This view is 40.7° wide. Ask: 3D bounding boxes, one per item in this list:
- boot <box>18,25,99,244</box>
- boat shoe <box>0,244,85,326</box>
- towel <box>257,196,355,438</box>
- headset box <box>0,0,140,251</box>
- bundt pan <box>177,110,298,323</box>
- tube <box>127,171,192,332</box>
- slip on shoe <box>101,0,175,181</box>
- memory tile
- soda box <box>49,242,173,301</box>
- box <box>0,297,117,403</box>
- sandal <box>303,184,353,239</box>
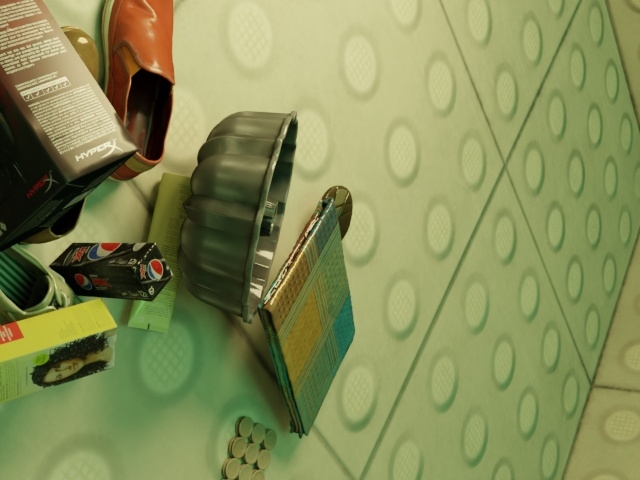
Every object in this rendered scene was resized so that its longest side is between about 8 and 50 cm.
[{"bbox_3d":[-0.329,-0.140,1.131,0.112,0.115,0.305,25,70,-49],"label":"boot"},{"bbox_3d":[-0.371,0.079,1.095,0.302,0.094,0.109,48,54,-43],"label":"boat shoe"},{"bbox_3d":[-0.015,0.141,1.526,0.370,0.040,0.271,79,31,-45],"label":"towel"},{"bbox_3d":[-0.363,-0.158,0.937,0.110,0.218,0.293,-36,96,-48],"label":"headset box"},{"bbox_3d":[-0.128,-0.046,1.307,0.331,0.124,0.331,13,90,-89],"label":"bundt pan"},{"bbox_3d":[-0.237,0.018,1.312,0.070,0.062,0.240,13,84,-17],"label":"tube"},{"bbox_3d":[-0.252,-0.247,1.243,0.123,0.101,0.331,19,75,-50],"label":"slip on shoe"},{"bbox_3d":[-0.128,0.389,1.502,0.113,0.012,0.148,40,61,-47],"label":"memory tile"},{"bbox_3d":[-0.281,0.040,1.154,0.053,0.169,0.060,-54,131,-40],"label":"soda box"},{"bbox_3d":[-0.366,0.144,1.043,0.232,0.058,0.087,-16,140,-29],"label":"box"},{"bbox_3d":[0.000,0.000,1.632,0.090,0.060,0.219,3,103,-48],"label":"sandal"}]
